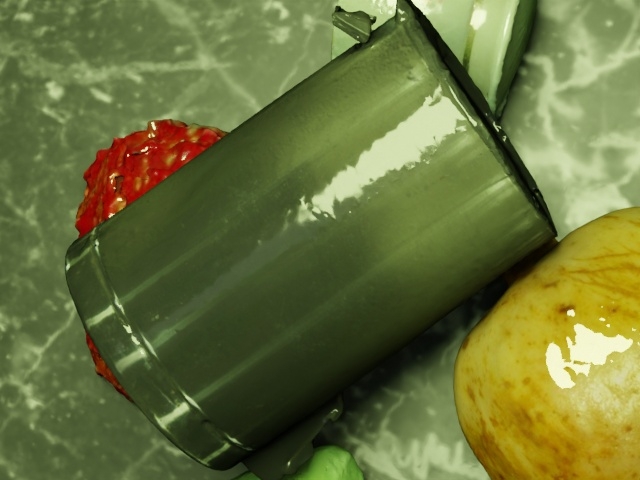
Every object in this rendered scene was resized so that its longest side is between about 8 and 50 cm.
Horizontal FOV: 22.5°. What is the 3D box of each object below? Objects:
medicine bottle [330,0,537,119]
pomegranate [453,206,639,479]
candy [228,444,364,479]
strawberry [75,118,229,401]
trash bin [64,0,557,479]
[{"bbox_3d":[0.093,-0.176,1.262,0.143,0.147,0.147,14,86,11],"label":"medicine bottle"},{"bbox_3d":[0.212,0.092,1.173,0.248,0.248,0.248,-1,83,10],"label":"pomegranate"},{"bbox_3d":[0.008,0.334,1.234,0.132,0.142,0.344,-10,76,-36],"label":"candy"},{"bbox_3d":[-0.127,0.017,1.299,0.190,0.111,0.237,16,87,10],"label":"strawberry"},{"bbox_3d":[0.000,0.000,1.140,0.301,0.203,0.252,-36,103,10],"label":"trash bin"}]
